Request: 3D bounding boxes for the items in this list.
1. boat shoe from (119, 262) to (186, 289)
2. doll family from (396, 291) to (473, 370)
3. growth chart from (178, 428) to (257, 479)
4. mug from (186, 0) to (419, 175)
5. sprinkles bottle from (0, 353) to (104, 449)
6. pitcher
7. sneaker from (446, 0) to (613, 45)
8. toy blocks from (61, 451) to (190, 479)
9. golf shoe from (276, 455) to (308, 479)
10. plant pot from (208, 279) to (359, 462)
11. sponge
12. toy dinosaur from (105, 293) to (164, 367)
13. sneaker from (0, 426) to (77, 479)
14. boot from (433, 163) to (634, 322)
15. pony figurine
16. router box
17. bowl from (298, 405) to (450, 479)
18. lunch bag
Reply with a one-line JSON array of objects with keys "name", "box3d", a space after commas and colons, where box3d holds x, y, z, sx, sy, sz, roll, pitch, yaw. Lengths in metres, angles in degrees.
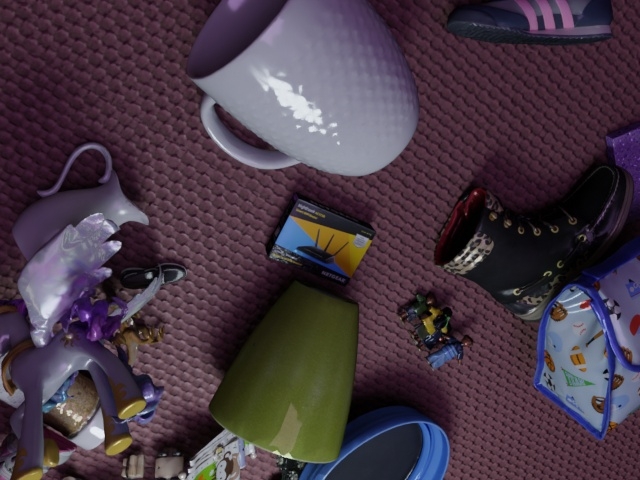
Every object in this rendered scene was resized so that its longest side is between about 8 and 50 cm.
[{"name": "boat shoe", "box3d": [-0.318, 0.070, 1.330, 0.125, 0.038, 0.046, -1, 113, -14]}, {"name": "doll family", "box3d": [0.254, 0.196, 1.514, 0.111, 0.076, 0.193, -33, 122, -3]}, {"name": "growth chart", "box3d": [-0.215, 0.480, 1.476, 0.237, 0.021, 0.171, -40, 131, -43]}, {"name": "mug", "box3d": [-0.038, -0.246, 1.157, 0.374, 0.276, 0.328, -27, 130, 33]}, {"name": "sprinkles bottle", "box3d": [-0.546, 0.258, 1.310, 0.121, 0.121, 0.355, -45, 116, 8]}, {"name": "pitcher", "box3d": [-0.430, -0.057, 1.212, 0.207, 0.125, 0.177, -29, 96, -11]}, {"name": "sneaker", "box3d": [0.376, -0.425, 1.260, 0.319, 0.112, 0.131, -2, 97, -16]}, {"name": "toy blocks", "box3d": [-0.412, 0.648, 1.495, 0.289, 0.308, 0.260, -3, 148, 0]}, {"name": "golf shoe", "box3d": [-0.038, 0.522, 1.584, 0.120, 0.105, 0.272, 2, 117, -37]}, {"name": "plant pot", "box3d": [-0.040, 0.236, 1.374, 0.275, 0.275, 0.293, 20, 91, -21]}, {"name": "sponge", "box3d": [0.676, -0.148, 1.485, 0.117, 0.031, 0.210, -21, 117, -4]}, {"name": "toy dinosaur", "box3d": [-0.369, 0.191, 1.371, 0.112, 0.064, 0.211, 2, 115, 14]}, {"name": "sneaker", "box3d": [-0.541, 0.405, 1.304, 0.103, 0.252, 0.111, 38, 60, -20]}, {"name": "boot", "box3d": [0.430, -0.032, 1.423, 0.284, 0.138, 0.377, 25, 111, -23]}, {"name": "pony figurine", "box3d": [-0.402, 0.167, 1.132, 0.351, 0.363, 0.302, -34, 149, -7]}, {"name": "router box", "box3d": [0.000, 0.000, 1.374, 0.179, 0.046, 0.133, 22, 106, -22]}, {"name": "bowl", "box3d": [0.114, 0.539, 1.569, 0.391, 0.077, 0.391, -16, 125, -25]}, {"name": "lunch bag", "box3d": [0.634, 0.166, 1.436, 0.328, 0.239, 0.385, -27, 129, -22]}]
